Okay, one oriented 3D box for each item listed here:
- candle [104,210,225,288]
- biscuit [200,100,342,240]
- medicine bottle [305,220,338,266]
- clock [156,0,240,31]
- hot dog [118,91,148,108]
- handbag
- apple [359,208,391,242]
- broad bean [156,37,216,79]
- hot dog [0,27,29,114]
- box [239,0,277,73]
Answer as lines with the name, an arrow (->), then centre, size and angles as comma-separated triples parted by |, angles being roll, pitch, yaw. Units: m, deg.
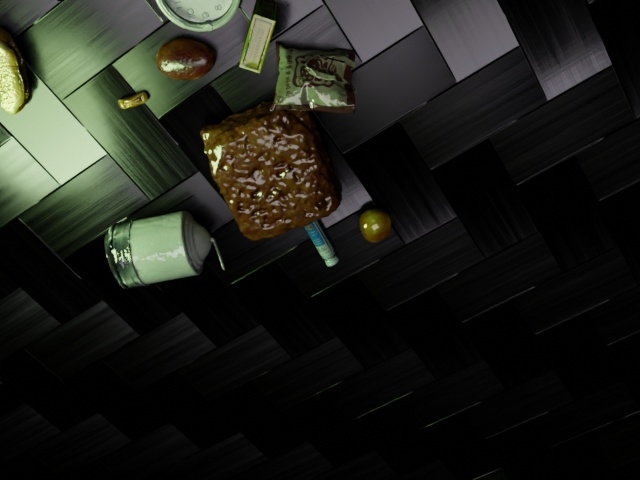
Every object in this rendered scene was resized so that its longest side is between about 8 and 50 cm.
candle -> -0.490, 0.021, 2.019 | 0.342, 0.221, 0.221 | -12, 120, 2
biscuit -> -0.141, -0.205, 1.914 | 0.343, 0.166, 0.395 | -18, 121, 12
medicine bottle -> 0.000, 0.000, 2.103 | 0.051, 0.051, 0.191 | -22, 118, 12
clock -> -0.325, -0.678, 1.691 | 0.236, 0.053, 0.236 | 0, 123, -1
hot dog -> -0.550, -0.407, 1.863 | 0.090, 0.034, 0.030 | -14, 119, 9
handbag -> -0.018, -0.450, 1.763 | 0.235, 0.213, 0.127 | 2, 160, 1
apple -> 0.178, -0.047, 2.050 | 0.102, 0.099, 0.114 | -14, 117, 5
broad bean -> -0.377, -0.505, 1.781 | 0.165, 0.084, 0.114 | 9, 104, 1
hot dog -> -0.871, -0.474, 1.793 | 0.073, 0.084, 0.242 | -1, 121, -4
box -> -0.162, -0.544, 1.676 | 0.064, 0.220, 0.141 | 16, 121, -10
